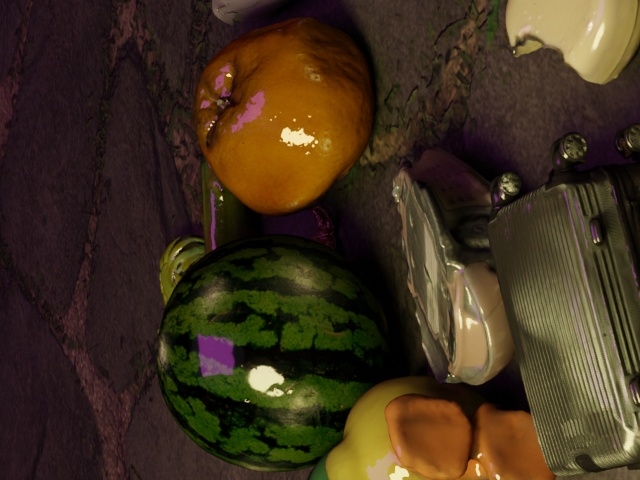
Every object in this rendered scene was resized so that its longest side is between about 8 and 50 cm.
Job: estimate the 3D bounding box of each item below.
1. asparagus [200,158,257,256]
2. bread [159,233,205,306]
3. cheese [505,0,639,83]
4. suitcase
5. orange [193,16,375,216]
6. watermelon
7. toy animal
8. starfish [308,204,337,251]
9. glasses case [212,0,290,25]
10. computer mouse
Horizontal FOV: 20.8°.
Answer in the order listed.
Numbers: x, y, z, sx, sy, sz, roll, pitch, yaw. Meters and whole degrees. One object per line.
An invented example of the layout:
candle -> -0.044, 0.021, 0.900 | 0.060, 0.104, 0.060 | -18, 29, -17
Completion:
asparagus -> -0.120, 0.050, 2.329 | 0.082, 0.085, 0.343 | -8, 86, 44
bread -> -0.181, 0.057, 2.441 | 0.130, 0.071, 0.139 | -55, 47, 50
cheese -> 0.270, -0.269, 1.703 | 0.163, 0.071, 0.248 | 54, 135, 41
suitcase -> 0.262, 0.064, 1.635 | 0.202, 0.128, 0.312 | 148, 111, -68
orange -> -0.049, -0.147, 2.113 | 0.249, 0.183, 0.249 | 1, 91, 60
watermelon -> -0.055, 0.134, 2.054 | 0.285, 0.285, 0.285 | 4, 94, 58
toy animal -> 0.100, 0.250, 1.883 | 0.338, 0.216, 0.191 | 124, 150, -53
starfish -> 0.000, 0.000, 2.188 | 0.078, 0.028, 0.091 | -140, 53, -57
glasses case -> -0.035, -0.374, 2.180 | 0.308, 0.083, 0.128 | -24, 65, 56
computer mouse -> 0.155, 0.014, 1.865 | 0.389, 0.115, 0.199 | -106, 15, -57
